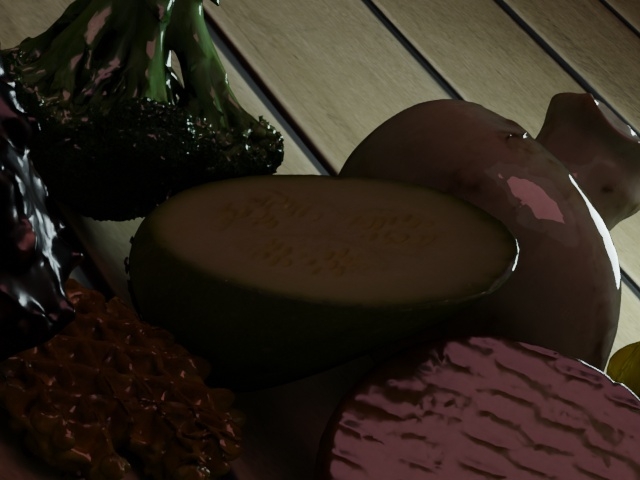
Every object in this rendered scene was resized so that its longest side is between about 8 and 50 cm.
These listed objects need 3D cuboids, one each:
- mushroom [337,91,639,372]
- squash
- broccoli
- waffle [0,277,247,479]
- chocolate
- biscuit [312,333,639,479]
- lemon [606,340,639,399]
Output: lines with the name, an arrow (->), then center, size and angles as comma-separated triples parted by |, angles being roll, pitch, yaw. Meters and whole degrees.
mushroom -> 0.166, 0.008, 1.687 | 0.290, 0.297, 0.297 | -29, 56, -22
squash -> 0.000, 0.000, 1.501 | 0.189, 0.260, 0.189 | 22, 54, -35
broccoli -> -0.149, -0.143, 1.646 | 0.269, 0.269, 0.254 | 27, 4, -14
waffle -> -0.161, 0.099, 1.392 | 0.232, 0.051, 0.228 | 33, 21, 3
chocolate -> -0.242, 0.006, 1.306 | 0.177, 0.224, 0.206 | 47, -12, -1
biscuit -> 0.144, 0.204, 1.426 | 0.318, 0.040, 0.318 | 11, 52, -14
lemon -> 0.383, 0.177, 1.726 | 0.260, 0.260, 0.284 | 9, 33, -47
